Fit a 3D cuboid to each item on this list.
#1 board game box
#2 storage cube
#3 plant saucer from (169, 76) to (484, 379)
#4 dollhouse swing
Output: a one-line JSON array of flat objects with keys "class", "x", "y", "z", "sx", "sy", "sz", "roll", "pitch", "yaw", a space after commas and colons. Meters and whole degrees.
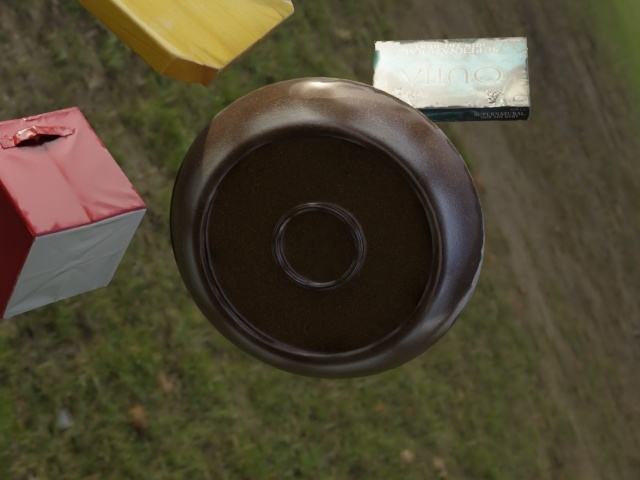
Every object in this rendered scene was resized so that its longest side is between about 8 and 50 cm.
[{"class": "board game box", "x": 0.155, "y": -0.192, "z": 1.592, "sx": 0.026, "sy": 0.186, "sz": 0.126, "roll": 81, "pitch": 10, "yaw": -48}, {"class": "storage cube", "x": -0.384, "y": -0.038, "z": 1.825, "sx": 0.184, "sy": 0.215, "sz": 0.193, "roll": -17, "pitch": 61, "yaw": -41}, {"class": "plant saucer", "x": 0.000, "y": 0.000, "z": 1.280, "sx": 0.310, "sy": 0.311, "sz": 0.050, "roll": 63, "pitch": 17, "yaw": -12}, {"class": "dollhouse swing", "x": -0.263, "y": -0.260, "z": 1.433, "sx": 0.305, "sy": 0.315, "sz": 0.347, "roll": 55, "pitch": 30, "yaw": -11}]
